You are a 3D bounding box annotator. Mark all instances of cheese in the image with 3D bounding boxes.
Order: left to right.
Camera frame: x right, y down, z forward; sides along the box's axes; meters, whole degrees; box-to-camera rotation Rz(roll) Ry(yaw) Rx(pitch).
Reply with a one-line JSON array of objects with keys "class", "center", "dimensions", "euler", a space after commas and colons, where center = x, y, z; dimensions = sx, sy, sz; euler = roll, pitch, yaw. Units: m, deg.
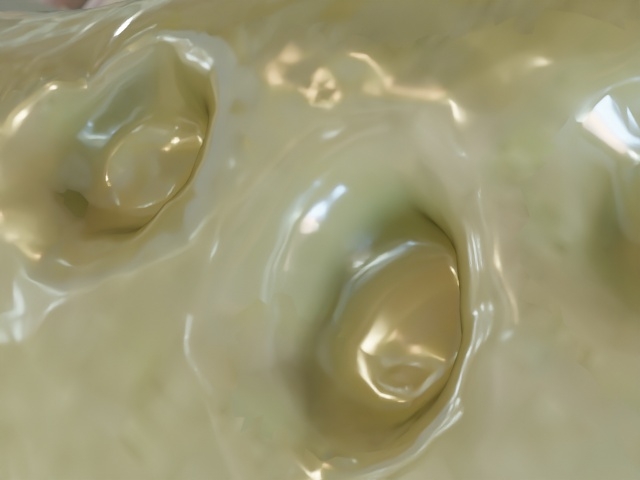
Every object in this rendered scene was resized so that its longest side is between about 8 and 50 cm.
[{"class": "cheese", "center": [0.000, 0.000, 0.474], "dimensions": [0.351, 0.328, 0.129], "euler": [50, -156, 23]}]
